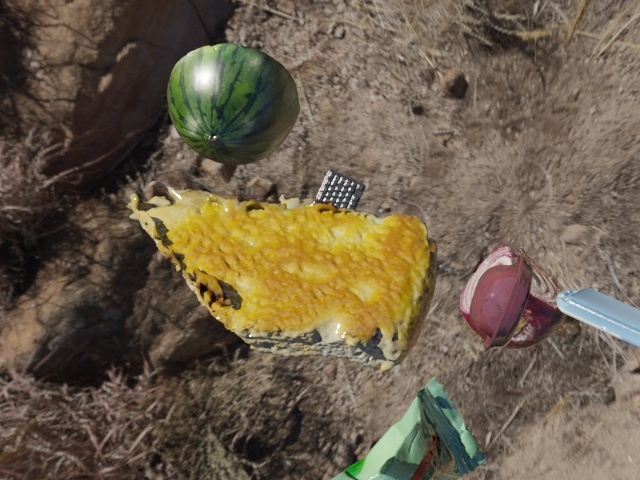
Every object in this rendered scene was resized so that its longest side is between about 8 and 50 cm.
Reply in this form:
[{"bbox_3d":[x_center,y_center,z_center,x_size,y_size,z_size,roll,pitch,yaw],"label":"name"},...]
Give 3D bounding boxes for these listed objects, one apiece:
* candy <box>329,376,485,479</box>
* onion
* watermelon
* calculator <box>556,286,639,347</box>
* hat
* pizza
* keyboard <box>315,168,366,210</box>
[{"bbox_3d":[0.184,0.513,1.649,0.172,0.397,0.263,8,129,55],"label":"candy"},{"bbox_3d":[0.454,0.160,1.746,0.207,0.216,0.206,36,121,-7],"label":"onion"},{"bbox_3d":[-0.209,-0.293,1.780,0.330,0.331,0.190,-5,59,16],"label":"watermelon"},{"bbox_3d":[0.521,0.137,1.304,0.210,0.121,0.039,26,112,32],"label":"calculator"},{"bbox_3d":[0.331,0.110,1.388,0.089,0.205,0.206,19,97,9],"label":"hat"},{"bbox_3d":[-0.040,0.023,0.669,0.296,0.189,0.071,13,137,-4],"label":"pizza"},{"bbox_3d":[0.000,0.000,1.651,0.100,0.018,0.310,25,91,4],"label":"keyboard"}]
